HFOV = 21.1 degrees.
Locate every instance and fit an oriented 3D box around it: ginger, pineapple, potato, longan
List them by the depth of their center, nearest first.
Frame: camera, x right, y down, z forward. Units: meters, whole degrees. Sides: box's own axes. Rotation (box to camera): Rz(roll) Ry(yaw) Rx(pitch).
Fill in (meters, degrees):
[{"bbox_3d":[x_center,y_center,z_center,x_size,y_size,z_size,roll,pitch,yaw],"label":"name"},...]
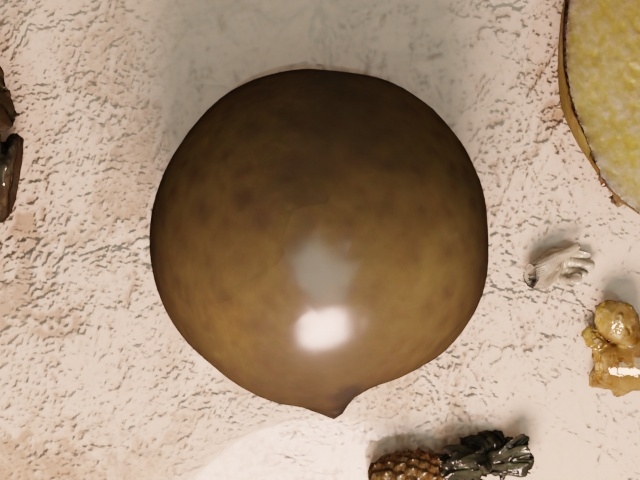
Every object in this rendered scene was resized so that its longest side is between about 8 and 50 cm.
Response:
[{"bbox_3d":[0.000,0.000,1.485,0.319,0.319,0.318,0,97,-1],"label":"longan"},{"bbox_3d":[0.327,-0.152,1.577,0.239,0.116,0.299,-10,86,-6],"label":"potato"},{"bbox_3d":[0.126,0.222,1.640,0.159,0.074,0.074,-17,97,-4],"label":"pineapple"},{"bbox_3d":[0.345,0.141,1.642,0.176,0.052,0.193,-7,104,0],"label":"ginger"}]

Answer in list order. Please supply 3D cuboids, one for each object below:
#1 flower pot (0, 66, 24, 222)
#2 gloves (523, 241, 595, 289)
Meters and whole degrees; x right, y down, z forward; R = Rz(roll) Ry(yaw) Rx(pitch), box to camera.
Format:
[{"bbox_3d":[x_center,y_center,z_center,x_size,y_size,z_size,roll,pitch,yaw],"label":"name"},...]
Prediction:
[{"bbox_3d":[-0.399,-0.063,1.498,0.302,0.213,0.301,-6,120,-11],"label":"flower pot"},{"bbox_3d":[0.222,0.024,1.630,0.081,0.037,0.044,-3,133,-16],"label":"gloves"}]
